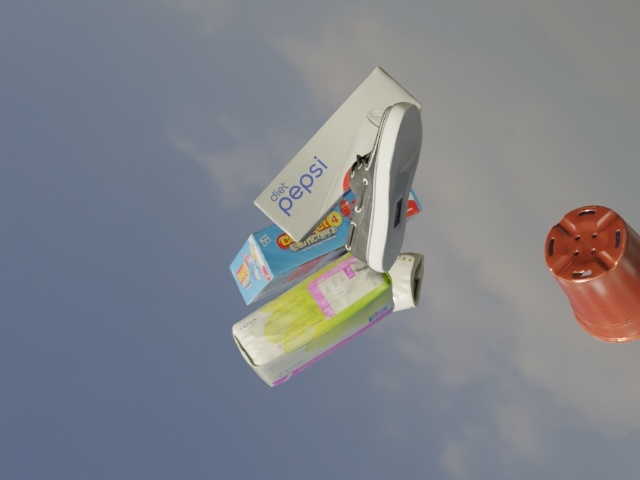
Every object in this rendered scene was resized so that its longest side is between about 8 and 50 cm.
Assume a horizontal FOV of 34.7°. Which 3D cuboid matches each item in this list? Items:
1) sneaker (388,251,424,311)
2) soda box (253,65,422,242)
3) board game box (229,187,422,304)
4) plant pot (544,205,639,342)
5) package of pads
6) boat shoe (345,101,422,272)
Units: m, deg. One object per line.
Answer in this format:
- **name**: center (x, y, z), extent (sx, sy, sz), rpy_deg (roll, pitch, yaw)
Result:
- **sneaker**: center (0.160, 0.033, 2.359), extent (0.108, 0.169, 0.293), rpy_deg (40, -138, -60)
- **soda box**: center (0.030, -0.130, 1.590), extent (0.098, 0.286, 0.091), rpy_deg (43, -178, 4)
- **board game box**: center (0.000, 0.000, 1.903), extent (0.301, 0.308, 0.086), rpy_deg (-24, -96, -17)
- **plant pot**: center (0.672, 0.066, 2.418), extent (0.265, 0.272, 0.272), rpy_deg (39, -158, -44)
- **package of pads**: center (-0.006, 0.142, 1.860), extent (0.101, 0.296, 0.229), rpy_deg (56, 175, 17)
- **boat shoe**: center (0.067, -0.068, 1.236), extent (0.076, 0.229, 0.080), rpy_deg (23, -139, 24)
